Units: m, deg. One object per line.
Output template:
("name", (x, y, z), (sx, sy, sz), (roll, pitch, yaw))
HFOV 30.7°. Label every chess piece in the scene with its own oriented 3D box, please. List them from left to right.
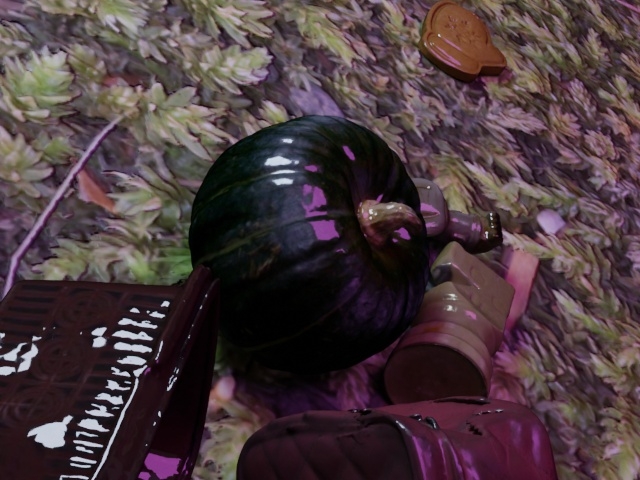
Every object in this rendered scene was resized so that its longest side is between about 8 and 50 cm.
("chess piece", (0.124, 0.076, 1.050), (0.090, 0.090, 0.200), (37, 33, -2))

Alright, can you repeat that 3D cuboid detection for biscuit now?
("biscuit", (0.177, -0.241, 1.417), (0.118, 0.023, 0.140), (27, 41, -13))

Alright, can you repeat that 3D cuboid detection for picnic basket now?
("picnic basket", (-0.158, 0.153, 0.689), (0.129, 0.222, 0.296), (13, 42, 4))

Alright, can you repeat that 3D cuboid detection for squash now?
("squash", (-0.005, 0.001, 0.941), (0.218, 0.172, 0.218), (19, 47, -21))

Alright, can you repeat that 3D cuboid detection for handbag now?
("handbag", (0.045, 0.181, 0.776), (0.135, 0.225, 0.146), (-3, 82, -36))

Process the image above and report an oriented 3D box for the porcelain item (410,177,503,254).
("porcelain item", (0.077, -0.033, 1.126), (0.213, 0.054, 0.084), (19, 46, -20))
